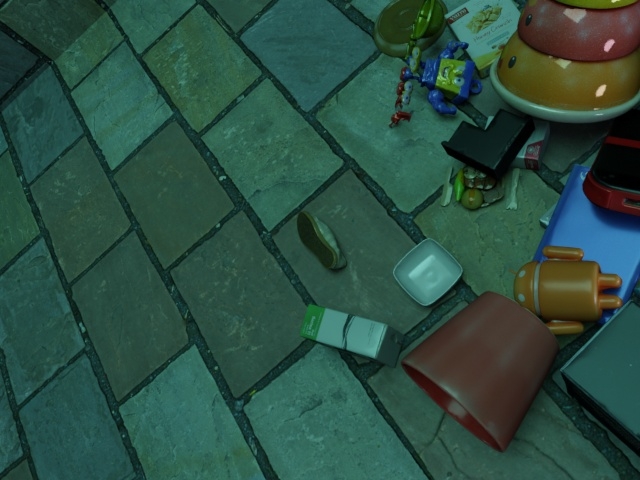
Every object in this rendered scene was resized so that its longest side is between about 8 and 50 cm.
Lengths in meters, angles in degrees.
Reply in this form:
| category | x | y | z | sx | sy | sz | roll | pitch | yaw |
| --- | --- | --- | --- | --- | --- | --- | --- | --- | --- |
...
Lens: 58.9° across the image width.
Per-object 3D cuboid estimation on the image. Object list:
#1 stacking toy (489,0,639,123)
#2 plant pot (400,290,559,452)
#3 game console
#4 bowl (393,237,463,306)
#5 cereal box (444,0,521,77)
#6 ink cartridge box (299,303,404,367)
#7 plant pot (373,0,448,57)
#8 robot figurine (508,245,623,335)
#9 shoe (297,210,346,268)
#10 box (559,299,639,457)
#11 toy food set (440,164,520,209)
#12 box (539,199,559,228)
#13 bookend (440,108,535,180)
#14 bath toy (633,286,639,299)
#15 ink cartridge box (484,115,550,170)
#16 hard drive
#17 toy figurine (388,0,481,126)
| category | x | y | z | sx | sy | sz | roll | pitch | yaw |
| --- | --- | --- | --- | --- | --- | --- | --- | --- | --- |
| stacking toy | 0.575 | -0.530 | 1.223 | 0.351 | 0.479 | 0.350 | -2 | 43 | 2 |
| plant pot | 0.346 | 0.258 | 1.193 | 0.275 | 0.275 | 0.243 | 36 | 77 | 32 |
| game console | 0.777 | -0.147 | 1.166 | 0.387 | 0.060 | 0.342 | 19 | 48 | 30 |
| bowl | 0.270 | 0.085 | 1.407 | 0.142 | 0.053 | 0.142 | -43 | 58 | 3 |
| cereal box | 0.474 | -0.587 | 1.585 | 0.173 | 0.047 | 0.240 | -28 | 60 | 13 |
| ink cartridge box | 0.079 | 0.232 | 1.380 | 0.209 | 0.153 | 0.086 | 11 | 76 | 30 |
| plant pot | 0.267 | -0.666 | 1.727 | 0.236 | 0.032 | 0.236 | -9 | 67 | 23 |
| robot figurine | 0.500 | 0.105 | 1.173 | 0.220 | 0.158 | 0.128 | -1 | 31 | 32 |
| shoe | 0.000 | 0.000 | 1.576 | 0.219 | 0.058 | 0.076 | 56 | 129 | 35 |
| box | 0.623 | 0.309 | 0.994 | 0.179 | 0.312 | 0.343 | -46 | 59 | 2 |
| toy food set | 0.403 | -0.142 | 1.440 | 0.192 | 0.038 | 0.132 | 5 | 76 | 27 |
| box | 0.624 | -0.038 | 1.296 | 0.145 | 0.038 | 0.186 | -46 | 59 | 4 |
| bookend | 0.409 | -0.255 | 1.391 | 0.157 | 0.072 | 0.156 | 34 | 91 | 32 |
| bath toy | 0.808 | 0.031 | 1.130 | 0.348 | 0.151 | 0.129 | -40 | 36 | 1 |
| ink cartridge box | 0.487 | -0.247 | 1.431 | 0.151 | 0.063 | 0.109 | 13 | 77 | 29 |
| hard drive | 0.599 | 0.008 | 1.240 | 0.210 | 0.040 | 0.318 | 23 | 90 | 34 |
| toy figurine | 0.341 | -0.467 | 1.573 | 0.217 | 0.191 | 0.362 | 15 | 81 | -1 |
